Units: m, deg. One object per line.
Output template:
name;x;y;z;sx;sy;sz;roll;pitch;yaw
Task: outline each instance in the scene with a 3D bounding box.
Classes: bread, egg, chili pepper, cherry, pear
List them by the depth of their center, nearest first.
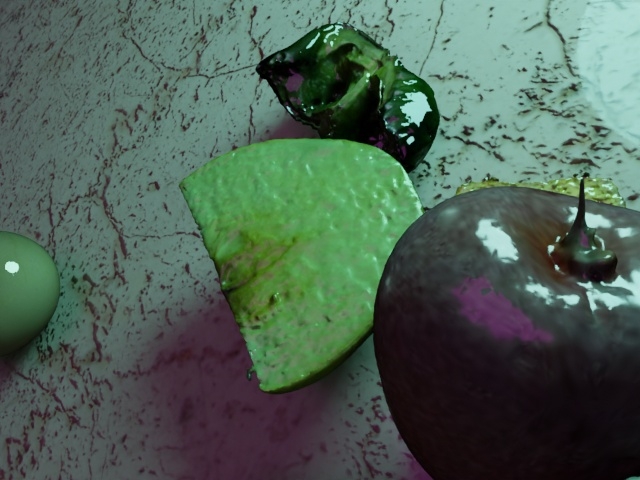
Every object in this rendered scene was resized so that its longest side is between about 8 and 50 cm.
cherry;0.169;0.090;0.431;0.261;0.221;0.308;11;118;10
bread;0.221;-0.009;0.557;0.187;0.065;0.103;-3;66;28
pear;0.003;0.004;0.619;0.239;0.139;0.288;-34;60;8
chili pepper;0.051;-0.165;0.696;0.148;0.116;0.264;-38;57;-6
egg;-0.503;0.086;0.818;0.241;0.186;0.186;-26;59;22

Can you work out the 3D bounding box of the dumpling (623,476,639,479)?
dumpling;0.301;0.266;0.307;0.211;0.321;0.270;-18;30;37
